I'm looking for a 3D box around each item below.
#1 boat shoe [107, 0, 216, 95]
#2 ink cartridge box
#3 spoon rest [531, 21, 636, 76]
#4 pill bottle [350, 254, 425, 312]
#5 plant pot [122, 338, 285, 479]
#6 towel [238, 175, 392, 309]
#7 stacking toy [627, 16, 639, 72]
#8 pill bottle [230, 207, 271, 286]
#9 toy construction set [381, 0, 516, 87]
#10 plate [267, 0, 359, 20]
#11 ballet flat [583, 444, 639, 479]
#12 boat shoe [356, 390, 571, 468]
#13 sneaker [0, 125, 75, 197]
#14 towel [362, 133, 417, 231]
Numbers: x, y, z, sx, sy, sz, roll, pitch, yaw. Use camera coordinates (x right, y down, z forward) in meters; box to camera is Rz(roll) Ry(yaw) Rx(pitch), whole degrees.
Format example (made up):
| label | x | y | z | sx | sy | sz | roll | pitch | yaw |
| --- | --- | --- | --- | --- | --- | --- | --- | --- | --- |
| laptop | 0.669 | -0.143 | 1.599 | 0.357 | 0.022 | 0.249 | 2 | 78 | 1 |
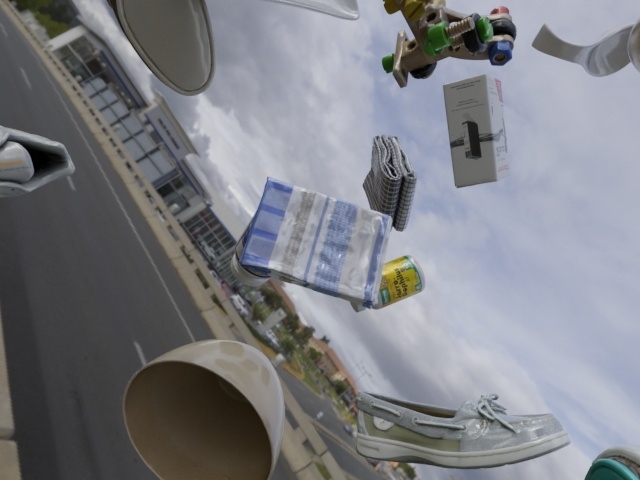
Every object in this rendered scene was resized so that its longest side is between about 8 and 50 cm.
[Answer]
| label | x | y | z | sx | sy | sz | roll | pitch | yaw |
| --- | --- | --- | --- | --- | --- | --- | --- | --- | --- |
| boat shoe | -0.232 | -0.349 | 0.517 | 0.335 | 0.112 | 0.095 | 63 | -5 | -25 |
| ink cartridge box | 0.431 | -0.292 | 1.126 | 0.114 | 0.197 | 0.272 | -3 | -79 | 34 |
| spoon rest | 0.652 | -0.458 | 0.987 | 0.137 | 0.277 | 0.084 | 105 | -19 | -53 |
| pill bottle | 0.182 | 0.127 | 1.178 | 0.117 | 0.209 | 0.117 | 160 | -90 | -79 |
| plant pot | -0.180 | 0.297 | 0.765 | 0.284 | 0.284 | 0.191 | 54 | 24 | -3 |
| towel | 0.000 | 0.000 | 0.833 | 0.285 | 0.209 | 0.034 | 18 | -20 | -7 |
| stacking toy | 0.338 | -0.278 | 0.274 | 0.141 | 0.330 | 0.141 | 17 | 4 | -1 |
| pill bottle | -0.147 | 0.014 | 1.140 | 0.153 | 0.153 | 0.264 | 51 | -45 | 9 |
| toy construction set | 0.187 | -0.432 | 0.741 | 0.237 | 0.258 | 0.308 | -8 | -94 | 43 |
| plate | -0.081 | -0.445 | 0.563 | 0.045 | 0.277 | 0.277 | -10 | -86 | 51 |
| ballet flat | 0.291 | 0.365 | 0.401 | 0.139 | 0.139 | 0.399 | 37 | -52 | 51 |
| boat shoe | 0.186 | 0.272 | 0.617 | 0.321 | 0.118 | 0.103 | -21 | -115 | 40 |
| sneaker | -0.367 | -0.076 | 0.405 | 0.262 | 0.121 | 0.099 | -61 | 152 | -66 |
| towel | 0.227 | -0.198 | 1.399 | 0.283 | 0.122 | 0.234 | -99 | -175 | -46 |
